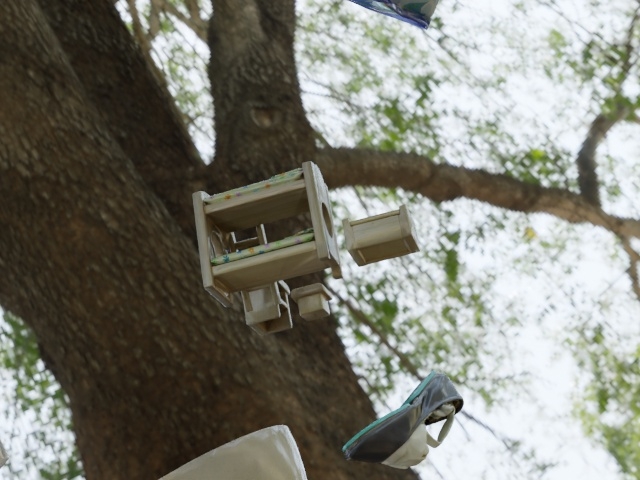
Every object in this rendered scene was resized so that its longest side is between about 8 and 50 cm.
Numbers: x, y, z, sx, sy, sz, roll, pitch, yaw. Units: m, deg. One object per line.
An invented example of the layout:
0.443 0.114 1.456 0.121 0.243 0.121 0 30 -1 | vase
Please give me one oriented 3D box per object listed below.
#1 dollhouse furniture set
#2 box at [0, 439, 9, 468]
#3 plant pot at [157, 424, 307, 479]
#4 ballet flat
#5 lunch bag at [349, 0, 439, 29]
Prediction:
0.000 0.000 0.942 0.182 0.101 0.161 -14 -24 10 | dollhouse furniture set
-0.314 0.052 0.720 0.067 0.063 0.324 -58 -38 -49 | box
-0.121 0.394 1.342 0.284 0.191 0.284 -28 -18 -10 | plant pot
0.103 0.208 1.149 0.203 0.074 0.074 -27 -34 -53 | ballet flat
0.032 -0.252 0.800 0.096 0.151 0.128 14 -77 -52 | lunch bag
